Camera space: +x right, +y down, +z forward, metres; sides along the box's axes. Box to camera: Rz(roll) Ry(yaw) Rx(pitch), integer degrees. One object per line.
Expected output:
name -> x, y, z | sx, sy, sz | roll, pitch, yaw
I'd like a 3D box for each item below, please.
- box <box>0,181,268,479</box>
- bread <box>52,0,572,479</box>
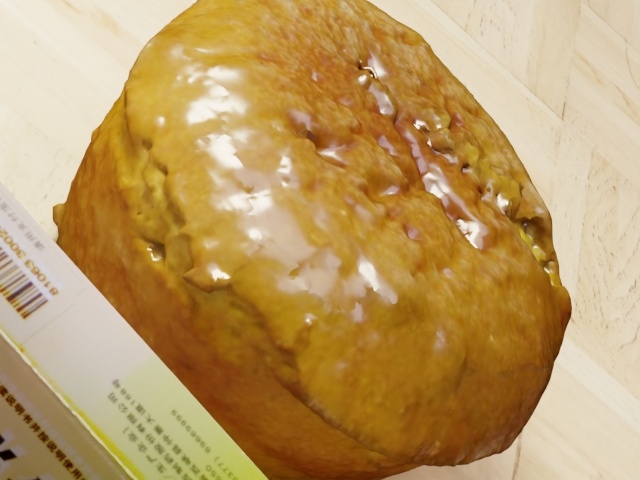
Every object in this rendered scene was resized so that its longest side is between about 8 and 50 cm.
box -> -0.143, 0.083, 0.615 | 0.260, 0.175, 0.062 | 49, 31, -2
bread -> 0.003, -0.001, 0.894 | 0.312, 0.172, 0.312 | 28, 43, -29
